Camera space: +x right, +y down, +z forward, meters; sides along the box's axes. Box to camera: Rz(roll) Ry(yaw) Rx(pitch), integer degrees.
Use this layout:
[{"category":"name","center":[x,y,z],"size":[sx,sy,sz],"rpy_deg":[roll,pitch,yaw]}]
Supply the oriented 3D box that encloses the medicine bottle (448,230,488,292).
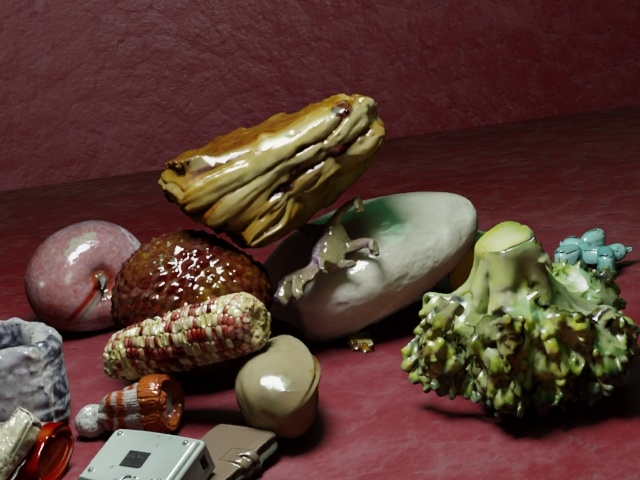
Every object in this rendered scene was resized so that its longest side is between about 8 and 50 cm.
[{"category":"medicine bottle","center":[0.303,0.040,2.176],"size":[0.122,0.122,0.212],"rpy_deg":[-4,16,7]}]

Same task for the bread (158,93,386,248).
[{"category":"bread","center":[-0.074,-0.111,1.936],"size":[0.370,0.191,0.314],"rpy_deg":[-26,10,-9]}]

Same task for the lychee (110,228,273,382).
[{"category":"lychee","center":[-0.211,0.104,1.885],"size":[0.260,0.260,0.260],"rpy_deg":[-6,15,2]}]

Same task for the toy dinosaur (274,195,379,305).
[{"category":"toy dinosaur","center":[-0.003,-0.002,1.927],"size":[0.200,0.072,0.251],"rpy_deg":[-26,42,21]}]

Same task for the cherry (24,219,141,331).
[{"category":"cherry","center":[-0.449,0.067,2.205],"size":[0.236,0.213,0.285],"rpy_deg":[-3,4,-22]}]

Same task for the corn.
[{"category":"corn","center":[-0.207,0.148,1.719],"size":[0.290,0.098,0.098],"rpy_deg":[-16,10,27]}]

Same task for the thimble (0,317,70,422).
[{"category":"thimble","center":[-0.511,0.220,1.775],"size":[0.245,0.157,0.217],"rpy_deg":[0,17,21]}]

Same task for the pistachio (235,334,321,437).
[{"category":"pistachio","center":[-0.059,0.212,1.678],"size":[0.136,0.136,0.226],"rpy_deg":[-7,17,-2]}]

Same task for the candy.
[{"category":"candy","center":[0.084,0.022,2.095],"size":[0.427,0.186,0.386],"rpy_deg":[-22,11,-6]}]

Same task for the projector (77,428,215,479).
[{"category":"projector","center":[-0.230,0.303,1.485],"size":[0.147,0.061,0.115],"rpy_deg":[2,37,30]}]

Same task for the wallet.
[{"category":"wallet","center":[-0.137,0.301,1.559],"size":[0.118,0.039,0.152],"rpy_deg":[3,21,36]}]

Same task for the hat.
[{"category":"hat","center":[-0.292,0.252,1.708],"size":[0.162,0.093,0.112],"rpy_deg":[-8,-12,16]}]

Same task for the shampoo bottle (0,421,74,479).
[{"category":"shampoo bottle","center":[-0.511,0.303,1.619],"size":[0.314,0.076,0.118],"rpy_deg":[-3,30,14]}]

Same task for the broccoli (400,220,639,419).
[{"category":"broccoli","center":[0.290,0.132,1.693],"size":[0.324,0.272,0.334],"rpy_deg":[-44,19,11]}]

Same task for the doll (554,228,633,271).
[{"category":"doll","center":[0.532,0.023,2.271],"size":[0.159,0.059,0.158],"rpy_deg":[5,21,40]}]

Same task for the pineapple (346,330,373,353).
[{"category":"pineapple","center":[0.067,0.174,1.980],"size":[0.045,0.019,0.083],"rpy_deg":[-1,14,-5]}]

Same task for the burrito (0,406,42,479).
[{"category":"burrito","center":[-0.430,0.304,1.507],"size":[0.058,0.045,0.188],"rpy_deg":[23,58,14]}]
